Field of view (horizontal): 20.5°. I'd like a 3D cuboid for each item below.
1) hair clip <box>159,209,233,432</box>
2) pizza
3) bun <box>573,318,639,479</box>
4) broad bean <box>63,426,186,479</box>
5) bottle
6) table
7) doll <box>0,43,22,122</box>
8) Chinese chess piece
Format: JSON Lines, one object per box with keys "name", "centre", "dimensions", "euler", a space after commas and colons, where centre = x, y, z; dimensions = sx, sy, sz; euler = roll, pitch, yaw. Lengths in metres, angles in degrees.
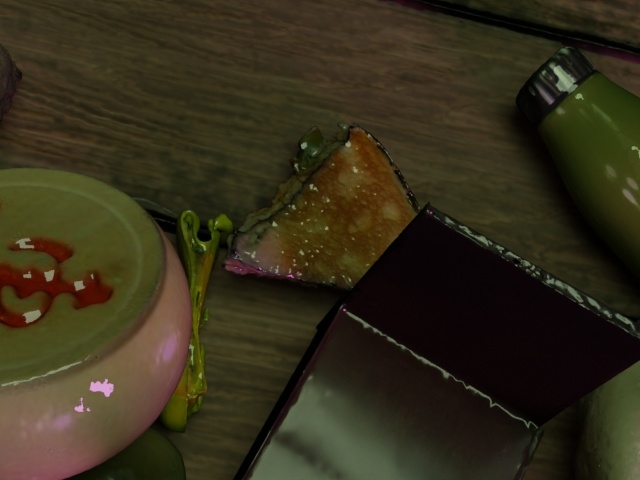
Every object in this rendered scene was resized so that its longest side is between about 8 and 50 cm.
{"name": "hair clip", "centre": [-0.098, 0.060, 1.318], "dimensions": [0.046, 0.072, 0.173], "euler": [8, 63, -2]}
{"name": "pizza", "centre": [0.000, 0.000, 1.369], "dimensions": [0.195, 0.052, 0.185], "euler": [-13, 72, -37]}
{"name": "bun", "centre": [0.272, 0.170, 1.349], "dimensions": [0.231, 0.133, 0.231], "euler": [22, 54, -33]}
{"name": "broad bean", "centre": [-0.182, 0.177, 1.243], "dimensions": [0.174, 0.082, 0.124], "euler": [14, 70, -10]}
{"name": "bottle", "centre": [0.266, -0.044, 1.439], "dimensions": [0.112, 0.112, 0.260], "euler": [-39, 84, -25]}
{"name": "table", "centre": [0.060, 0.161, 1.208], "dimensions": [0.196, 0.282, 0.250], "euler": [32, 64, -2]}
{"name": "doll", "centre": [-0.352, -0.189, 1.332], "dimensions": [0.286, 0.091, 0.202], "euler": [31, 31, -15]}
{"name": "Chinese chess piece", "centre": [-0.213, 0.054, 1.218], "dimensions": [0.251, 0.097, 0.251], "euler": [-1, 42, 0]}
